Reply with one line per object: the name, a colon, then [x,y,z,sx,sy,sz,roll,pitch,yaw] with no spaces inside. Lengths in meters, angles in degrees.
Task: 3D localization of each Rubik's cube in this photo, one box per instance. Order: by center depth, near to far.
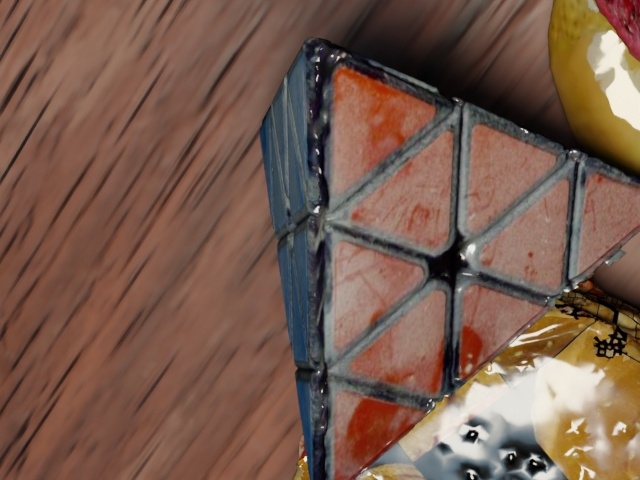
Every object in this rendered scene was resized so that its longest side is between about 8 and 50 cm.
Rubik's cube: [0.000,0.000,0.696,0.211,0.178,0.190,24,96,-35]

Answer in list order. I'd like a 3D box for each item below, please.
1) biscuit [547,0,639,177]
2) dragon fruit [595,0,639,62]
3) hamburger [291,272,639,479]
biscuit: [0.257,-0.063,0.659,0.299,0.045,0.154,-8,104,20]
dragon fruit: [0.172,-0.186,0.599,0.189,0.163,0.261,-7,94,47]
hamburger: [0.099,0.128,0.734,0.231,0.107,0.230,2,100,13]
